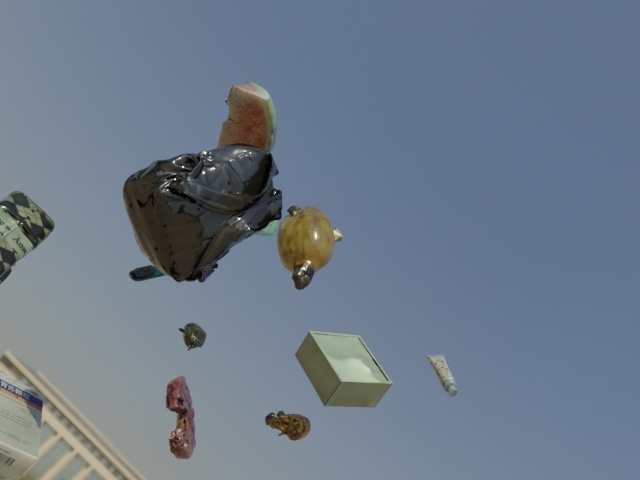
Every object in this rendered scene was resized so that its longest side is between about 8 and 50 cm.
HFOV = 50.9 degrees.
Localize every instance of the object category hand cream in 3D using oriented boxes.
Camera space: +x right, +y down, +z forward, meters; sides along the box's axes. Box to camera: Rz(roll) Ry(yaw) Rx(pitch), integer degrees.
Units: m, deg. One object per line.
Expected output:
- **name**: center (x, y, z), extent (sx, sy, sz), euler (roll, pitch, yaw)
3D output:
- **hand cream**: center (0.386, 0.417, 2.112), extent (0.171, 0.064, 0.043), euler (-109, -154, -53)

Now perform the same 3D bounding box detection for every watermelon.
- **watermelon**: center (-0.237, -0.332, 2.118), extent (0.224, 0.180, 0.305), euler (-116, -139, -57)

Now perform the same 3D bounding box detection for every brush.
- **brush**: center (-0.509, 0.091, 2.082), extent (0.032, 0.193, 0.043), euler (-47, -109, 31)

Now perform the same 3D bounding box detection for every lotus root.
- **lotus root**: center (-0.046, 0.023, 2.076), extent (0.182, 0.310, 0.183), euler (-1, -49, -1)

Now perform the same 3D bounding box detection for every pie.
- **pie**: center (-0.378, 0.479, 1.820), extent (0.204, 0.053, 0.219), euler (95, -14, -72)

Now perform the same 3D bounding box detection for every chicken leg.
- **chicken leg**: center (-0.121, 0.607, 2.218), extent (0.207, 0.101, 0.085), euler (-5, -98, 47)

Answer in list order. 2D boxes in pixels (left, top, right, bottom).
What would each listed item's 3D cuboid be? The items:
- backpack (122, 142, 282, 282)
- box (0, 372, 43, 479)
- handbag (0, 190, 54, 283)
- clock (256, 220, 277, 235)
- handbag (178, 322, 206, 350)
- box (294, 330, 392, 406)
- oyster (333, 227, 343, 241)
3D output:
- **backpack**: center (-0.301, -0.101, 1.885), extent (0.254, 0.445, 0.364), euler (24, -45, 41)
- **box**: center (-0.927, 0.527, 1.954), extent (0.200, 0.106, 0.299), euler (40, 8, -30)
- **handbag**: center (-0.855, 0.084, 1.565), extent (0.316, 0.416, 0.180), euler (-29, -72, 28)
- **clock**: center (-0.214, -0.113, 2.611), extent (0.060, 0.189, 0.148), euler (3, -4, 18)
- **handbag**: center (-0.313, 0.235, 1.650), extent (0.072, 0.047, 0.111), euler (43, 1, -13)
- **box**: center (0.069, 0.415, 2.159), extent (0.118, 0.224, 0.225), euler (-59, -137, 22)
- **oyster**: center (-0.003, -0.002, 2.468), extent (0.061, 0.199, 0.106), euler (48, -20, 26)
